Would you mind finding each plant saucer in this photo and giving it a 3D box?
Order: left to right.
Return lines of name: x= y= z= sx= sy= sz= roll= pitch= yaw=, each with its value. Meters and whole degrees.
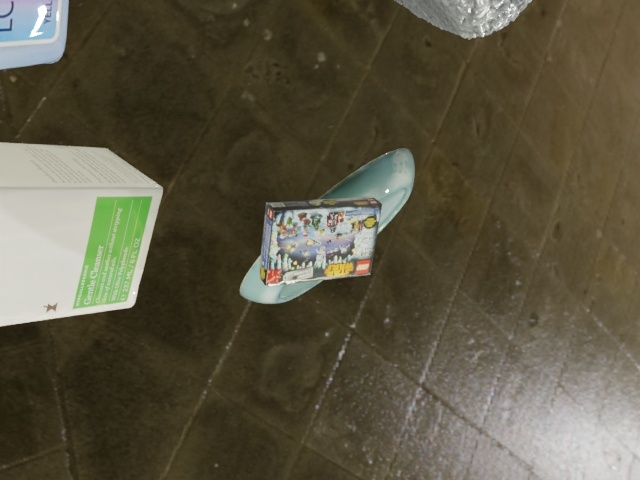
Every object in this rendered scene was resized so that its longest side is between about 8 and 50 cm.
plant saucer: x=0.022 y=-0.007 z=1.022 sx=0.317 sy=0.318 sz=0.044 roll=-31 pitch=75 yaw=-38

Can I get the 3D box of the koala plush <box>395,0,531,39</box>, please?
koala plush: x=0.073 y=-0.271 z=0.395 sx=0.221 sy=0.203 sz=0.196 roll=-47 pitch=139 yaw=-1

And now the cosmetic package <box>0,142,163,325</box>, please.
cosmetic package: x=-0.404 y=-0.010 z=0.882 sx=0.365 sy=0.155 sz=0.197 roll=-7 pitch=122 yaw=-49

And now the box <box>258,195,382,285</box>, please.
box: x=0.000 y=0.000 z=0.815 sx=0.137 sy=0.027 sz=0.094 roll=-6 pitch=119 yaw=-25

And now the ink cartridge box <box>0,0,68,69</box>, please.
ink cartridge box: x=-0.317 y=-0.136 z=0.222 sx=0.395 sy=0.270 sz=0.151 roll=-34 pitch=139 yaw=-61
